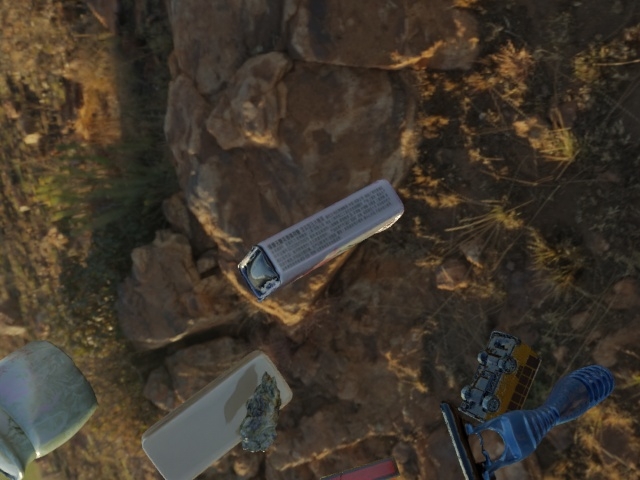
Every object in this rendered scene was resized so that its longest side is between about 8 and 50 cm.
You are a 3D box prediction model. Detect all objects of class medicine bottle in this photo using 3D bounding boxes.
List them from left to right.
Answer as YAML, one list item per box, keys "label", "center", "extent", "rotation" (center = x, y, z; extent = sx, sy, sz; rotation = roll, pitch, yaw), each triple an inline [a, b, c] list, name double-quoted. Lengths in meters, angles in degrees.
- label: "medicine bottle"
  center: [-0.413, 0.234, 0.777]
  extent: [0.147, 0.143, 0.147]
  rotation: [20, 131, 25]

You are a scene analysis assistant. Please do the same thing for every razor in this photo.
- label: "razor"
  center: [0.197, 0.148, 0.480]
  extent: [0.042, 0.253, 0.081]
  rotation: [-30, 71, 42]

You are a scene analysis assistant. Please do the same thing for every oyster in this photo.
- label: "oyster"
  center: [-0.132, 0.367, 1.191]
  extent: [0.053, 0.165, 0.108]
  rotation: [34, 138, -27]

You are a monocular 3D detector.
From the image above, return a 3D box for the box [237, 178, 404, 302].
- label: "box"
  center: [0.000, 0.000, 1.259]
  extent: [0.112, 0.370, 0.190]
  rotation: [56, 153, 6]

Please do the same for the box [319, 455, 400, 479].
- label: "box"
  center: [0.116, 0.745, 1.733]
  extent: [0.153, 0.240, 0.074]
  rotation: [99, 156, -63]

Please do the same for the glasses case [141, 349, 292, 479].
- label: "glasses case"
  center: [-0.235, 0.406, 1.289]
  extent: [0.144, 0.336, 0.076]
  rotation: [58, 162, -7]

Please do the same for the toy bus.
- label: "toy bus"
  center: [0.408, 0.316, 1.249]
  extent: [0.200, 0.114, 0.098]
  rotation: [-64, 19, -8]
